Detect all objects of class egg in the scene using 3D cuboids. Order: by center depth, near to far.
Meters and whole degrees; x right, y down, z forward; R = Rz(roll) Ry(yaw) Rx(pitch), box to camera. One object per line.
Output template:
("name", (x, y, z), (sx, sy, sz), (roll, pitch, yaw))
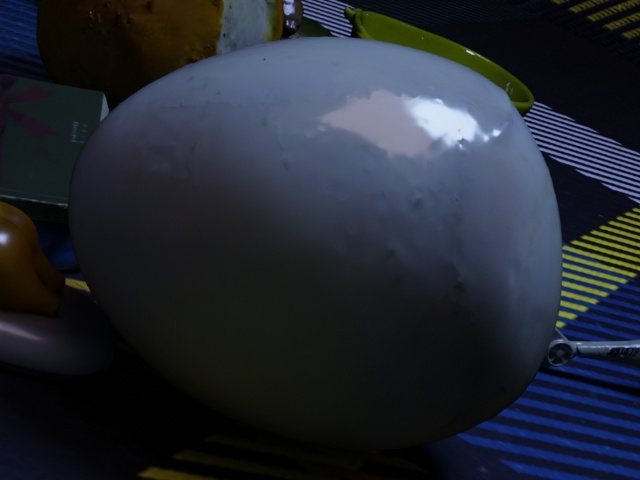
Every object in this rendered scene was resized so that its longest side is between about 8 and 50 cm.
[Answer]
("egg", (0.000, 0.000, 1.066), (0.345, 0.283, 0.283), (8, 21, -8))

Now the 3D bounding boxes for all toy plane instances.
("toy plane", (0.316, 0.104, 1.437), (0.286, 0.108, 0.092), (3, 26, -17))

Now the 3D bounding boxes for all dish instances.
("dish", (0.134, -0.191, 1.993), (0.262, 0.108, 0.221), (20, 19, -14))

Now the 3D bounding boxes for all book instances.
("book", (-0.311, -0.087, 1.203), (0.289, 0.026, 0.201), (9, 32, -9))

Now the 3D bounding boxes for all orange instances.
("orange", (-0.155, -0.211, 1.513), (0.240, 0.240, 0.240), (21, 19, -7))

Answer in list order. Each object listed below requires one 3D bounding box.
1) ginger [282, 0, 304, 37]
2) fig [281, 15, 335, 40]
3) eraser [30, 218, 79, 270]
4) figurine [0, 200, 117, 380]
("ginger", (-0.149, -0.279, 1.820), (0.309, 0.107, 0.133), (8, -19, 18))
("fig", (-0.043, -0.203, 1.847), (0.117, 0.117, 0.177), (26, 30, 8))
("eraser", (-0.279, -0.069, 1.285), (0.312, 0.042, 0.144), (33, 22, 27))
("figurine", (-0.236, -0.018, 1.048), (0.250, 0.141, 0.166), (19, 18, -12))
